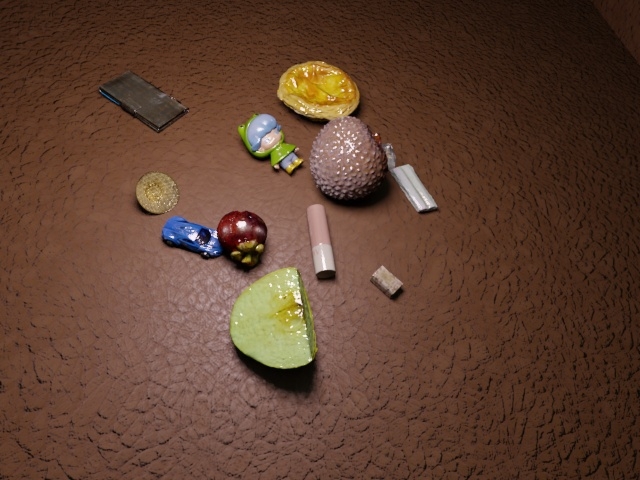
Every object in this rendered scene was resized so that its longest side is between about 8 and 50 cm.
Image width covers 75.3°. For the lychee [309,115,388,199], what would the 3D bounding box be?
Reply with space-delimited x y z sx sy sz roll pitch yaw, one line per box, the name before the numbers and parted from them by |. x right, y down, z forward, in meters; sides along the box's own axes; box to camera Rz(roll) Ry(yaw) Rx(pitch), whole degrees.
lychee | 0.097 -0.292 1.491 0.300 0.300 0.299 4 61 -6

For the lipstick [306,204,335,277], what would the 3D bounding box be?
lipstick | 0.000 0.000 1.422 0.070 0.070 0.254 -4 62 -10

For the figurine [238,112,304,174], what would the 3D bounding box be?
figurine | -0.185 -0.362 1.567 0.263 0.143 0.162 45 71 -3

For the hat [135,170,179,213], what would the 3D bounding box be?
hat | -0.574 -0.165 1.440 0.146 0.067 0.145 -2 94 -37

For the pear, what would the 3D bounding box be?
pear | -0.143 0.249 1.234 0.240 0.139 0.287 -12 67 2

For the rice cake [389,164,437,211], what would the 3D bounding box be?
rice cake | 0.359 -0.202 1.605 0.085 0.040 0.226 -20 66 -19

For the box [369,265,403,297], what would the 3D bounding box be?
box | 0.221 0.139 1.393 0.062 0.045 0.098 -39 72 -24

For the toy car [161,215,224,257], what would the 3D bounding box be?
toy car | -0.418 -0.014 1.372 0.216 0.063 0.103 18 60 2

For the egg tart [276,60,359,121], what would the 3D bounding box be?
egg tart | -0.007 -0.599 1.720 0.342 0.132 0.341 4 60 -8

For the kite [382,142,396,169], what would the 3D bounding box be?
kite | 0.189 -0.348 1.677 0.246 0.015 0.141 2 58 -8

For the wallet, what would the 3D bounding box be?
wallet | -0.699 -0.556 1.645 0.317 0.044 0.169 34 58 9

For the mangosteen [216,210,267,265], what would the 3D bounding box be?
mangosteen | -0.247 -0.008 1.338 0.166 0.166 0.180 -14 72 -16
